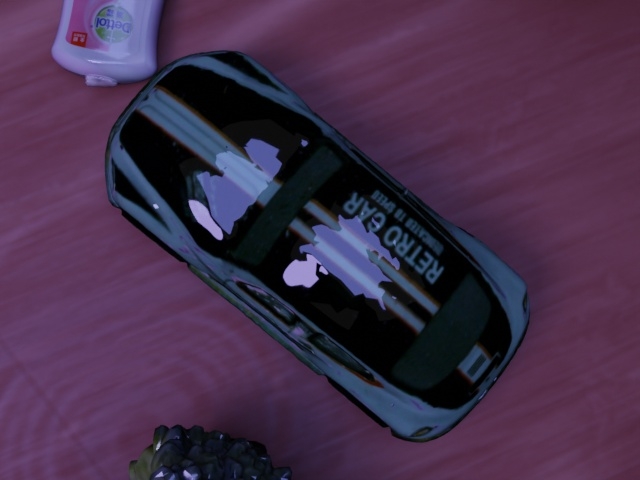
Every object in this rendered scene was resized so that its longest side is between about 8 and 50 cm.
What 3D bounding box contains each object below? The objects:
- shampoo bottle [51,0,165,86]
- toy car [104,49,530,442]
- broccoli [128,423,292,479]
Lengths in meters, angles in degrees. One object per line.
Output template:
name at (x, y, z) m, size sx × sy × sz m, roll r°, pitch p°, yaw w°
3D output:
shampoo bottle at (-0.139, -0.150, 0.657) m, size 0.072 × 0.043 × 0.099 m, roll 9°, pitch 86°, yaw -3°
toy car at (0.000, 0.000, 0.623) m, size 0.306 × 0.125 × 0.136 m, roll 40°, pitch 85°, yaw -3°
broccoli at (-0.090, 0.242, 0.576) m, size 0.244 × 0.247 × 0.263 m, roll -26°, pitch 123°, yaw 10°
